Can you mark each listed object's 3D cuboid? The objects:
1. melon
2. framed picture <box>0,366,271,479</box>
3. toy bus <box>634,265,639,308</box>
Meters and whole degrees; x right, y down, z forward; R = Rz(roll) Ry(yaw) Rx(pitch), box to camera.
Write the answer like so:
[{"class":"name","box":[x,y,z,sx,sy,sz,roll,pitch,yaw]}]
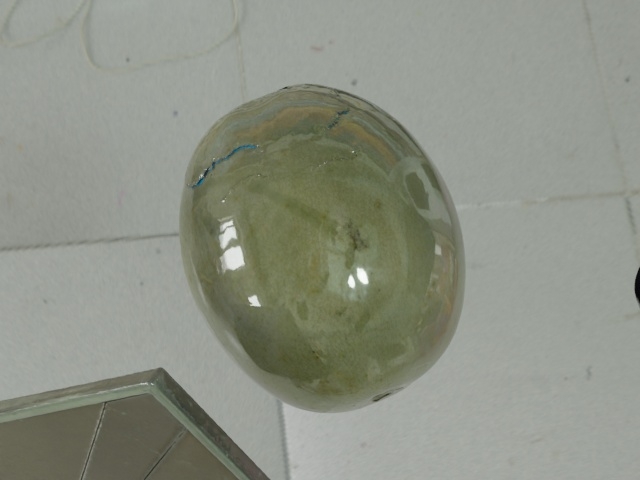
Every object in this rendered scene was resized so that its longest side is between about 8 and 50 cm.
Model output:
[{"class":"melon","box":[0.000,0.000,1.004,0.269,0.268,0.330,-19,72,-12]},{"class":"framed picture","box":[-0.178,0.212,0.889,0.240,0.324,0.020,51,42,-27]},{"class":"toy bus","box":[0.355,-0.037,0.839,0.147,0.128,0.302,22,72,-28]}]
